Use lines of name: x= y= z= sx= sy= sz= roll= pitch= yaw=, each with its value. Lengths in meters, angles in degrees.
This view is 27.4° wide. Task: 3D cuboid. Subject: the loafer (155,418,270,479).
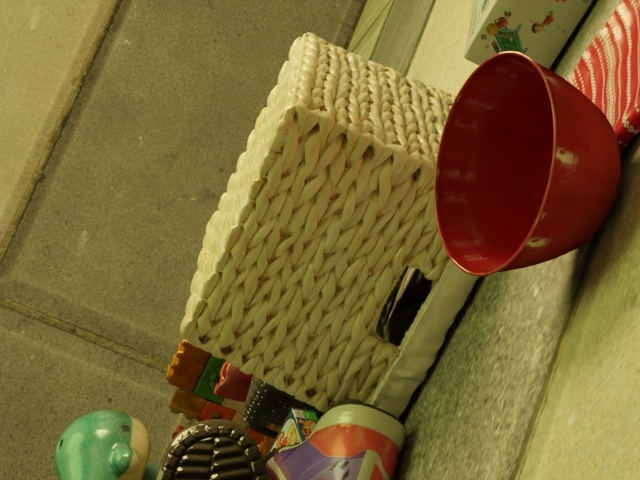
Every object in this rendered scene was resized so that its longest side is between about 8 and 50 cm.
loafer: x=-0.118 y=0.383 z=1.452 sx=0.130 sy=0.134 sz=0.366 roll=107 pitch=161 yaw=-69

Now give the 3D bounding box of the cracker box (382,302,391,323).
cracker box: x=0.000 y=0.000 z=1.742 sx=0.067 sy=0.232 sz=0.155 roll=139 pitch=154 yaw=-76

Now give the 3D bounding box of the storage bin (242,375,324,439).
storage bin: x=-0.024 y=0.186 z=1.773 sx=0.180 sy=0.122 sz=0.084 roll=-78 pitch=13 yaw=-57

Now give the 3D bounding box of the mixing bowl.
mixing bowl: x=0.177 y=-0.054 z=1.060 sx=0.181 sy=0.098 sz=0.181 roll=-171 pitch=90 yaw=-67

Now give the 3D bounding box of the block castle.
block castle: x=-0.154 y=0.283 z=2.067 sx=0.303 sy=0.213 sz=0.453 roll=-78 pitch=13 yaw=-58

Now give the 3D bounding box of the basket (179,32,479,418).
basket: x=0.027 y=-0.016 z=1.486 sx=0.331 sy=0.266 sz=0.328 roll=-87 pitch=22 yaw=-66

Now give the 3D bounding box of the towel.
towel: x=0.256 y=-0.143 z=1.134 sx=0.199 sy=0.031 sz=0.275 roll=-75 pitch=11 yaw=-46

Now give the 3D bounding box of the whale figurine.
whale figurine: x=-0.383 y=0.407 z=2.198 sx=0.216 sy=0.141 sz=0.272 roll=-46 pitch=26 yaw=39

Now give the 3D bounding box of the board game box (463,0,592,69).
board game box: x=0.268 y=-0.347 z=1.426 sx=0.303 sy=0.097 sz=0.224 roll=-60 pitch=9 yaw=34

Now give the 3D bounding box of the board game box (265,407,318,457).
board game box: x=-0.046 y=0.332 z=1.663 sx=0.201 sy=0.035 sz=0.136 roll=-63 pitch=28 yaw=26

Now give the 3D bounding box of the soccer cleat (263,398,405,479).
soccer cleat: x=-0.007 y=0.280 z=1.434 sx=0.318 sy=0.109 sz=0.116 roll=-51 pitch=16 yaw=55

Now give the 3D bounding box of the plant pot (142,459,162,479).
plant pot: x=-0.279 y=0.508 z=2.344 sx=0.290 sy=0.195 sz=0.290 roll=-157 pitch=90 yaw=-82
